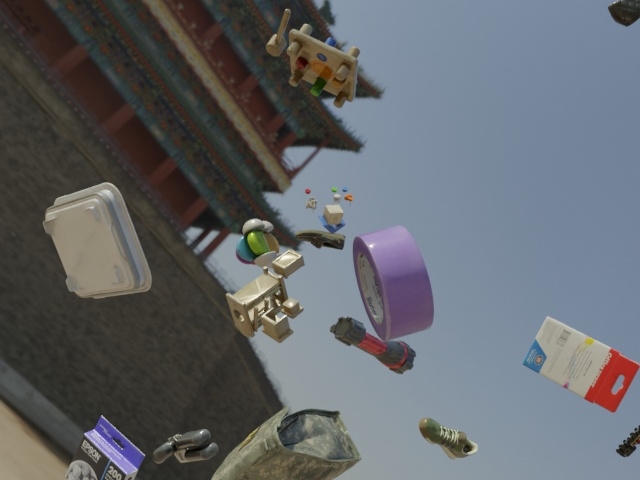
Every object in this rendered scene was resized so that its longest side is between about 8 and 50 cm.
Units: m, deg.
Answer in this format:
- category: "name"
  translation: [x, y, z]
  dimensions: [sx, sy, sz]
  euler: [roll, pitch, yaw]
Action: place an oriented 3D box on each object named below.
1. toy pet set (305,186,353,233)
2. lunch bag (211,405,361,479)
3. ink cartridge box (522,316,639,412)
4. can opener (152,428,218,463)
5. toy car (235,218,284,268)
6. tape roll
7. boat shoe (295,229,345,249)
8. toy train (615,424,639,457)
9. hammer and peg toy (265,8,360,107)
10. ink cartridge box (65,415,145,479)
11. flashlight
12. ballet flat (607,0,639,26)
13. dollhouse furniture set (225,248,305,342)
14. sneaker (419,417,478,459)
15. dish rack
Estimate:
- category: "toy pet set"
  translation: [0.026, -0.077, 1.826]
  dimensions: [0.114, 0.122, 0.065]
  euler: [-118, -147, -44]
- category: "lunch bag"
  translation: [-0.093, 0.505, 1.645]
  dimensions: [0.287, 0.235, 0.169]
  euler: [20, 34, -50]
- category: "ink cartridge box"
  translation: [0.617, 0.293, 1.678]
  dimensions: [0.231, 0.134, 0.078]
  euler: [29, 3, 30]
- category: "can opener"
  translation: [-0.345, 0.529, 1.772]
  dimensions: [0.076, 0.095, 0.283]
  euler: [59, -31, 2]
- category: "toy car"
  translation: [-0.208, 0.024, 2.304]
  dimensions: [0.159, 0.136, 0.182]
  euler: [67, 15, 10]
- category: "tape roll"
  translation: [0.122, 0.073, 1.226]
  dimensions: [0.189, 0.080, 0.189]
  euler: [165, -90, -79]
- category: "boat shoe"
  translation: [0.000, 0.000, 2.121]
  dimensions: [0.152, 0.049, 0.056]
  euler: [5, -17, -7]
- category: "toy train"
  translation: [0.746, 0.462, 1.667]
  dimensions: [0.036, 0.027, 0.158]
  euler: [38, -44, 23]
- category: "hammer and peg toy"
  translation: [-0.040, -0.619, 2.432]
  dimensions: [0.361, 0.127, 0.266]
  euler: [28, -17, 8]
- category: "ink cartridge box"
  translation: [-0.616, 0.643, 2.021]
  dimensions: [0.206, 0.208, 0.045]
  euler: [29, 8, 29]
- category: "flashlight"
  translation: [0.172, 0.323, 2.209]
  dimensions: [0.304, 0.103, 0.103]
  euler: [34, 8, -39]
- category: "ballet flat"
  translation: [0.541, -0.426, 1.177]
  dimensions: [0.049, 0.173, 0.057]
  euler: [43, -15, -13]
- category: "dollhouse furniture set"
  translation: [-0.066, 0.130, 1.458]
  dimensions: [0.161, 0.182, 0.101]
  euler: [26, -40, 40]
- category: "sneaker"
  translation: [0.351, 0.527, 1.908]
  dimensions: [0.086, 0.064, 0.192]
  euler: [-20, -51, 36]
- category: "dish rack"
  translation: [-0.577, 0.017, 1.784]
  dimensions: [0.333, 0.072, 0.285]
  euler: [-10, -78, 42]
